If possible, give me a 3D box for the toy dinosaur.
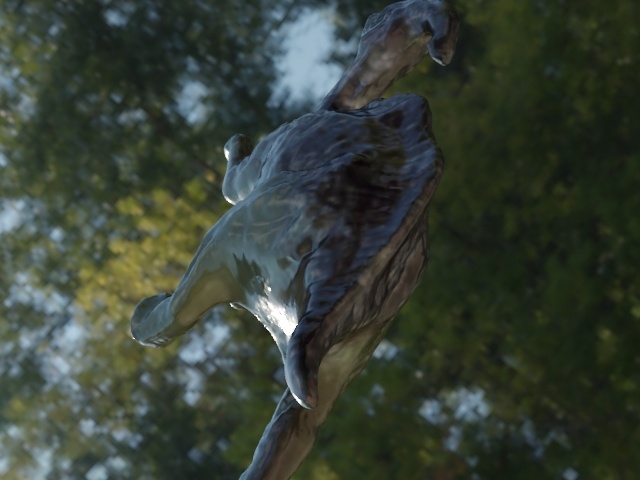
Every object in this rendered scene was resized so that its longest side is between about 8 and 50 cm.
[{"bbox_3d":[-0.006,-0.005,0.705,0.077,0.294,0.162,29,-52,-25],"label":"toy dinosaur"}]
